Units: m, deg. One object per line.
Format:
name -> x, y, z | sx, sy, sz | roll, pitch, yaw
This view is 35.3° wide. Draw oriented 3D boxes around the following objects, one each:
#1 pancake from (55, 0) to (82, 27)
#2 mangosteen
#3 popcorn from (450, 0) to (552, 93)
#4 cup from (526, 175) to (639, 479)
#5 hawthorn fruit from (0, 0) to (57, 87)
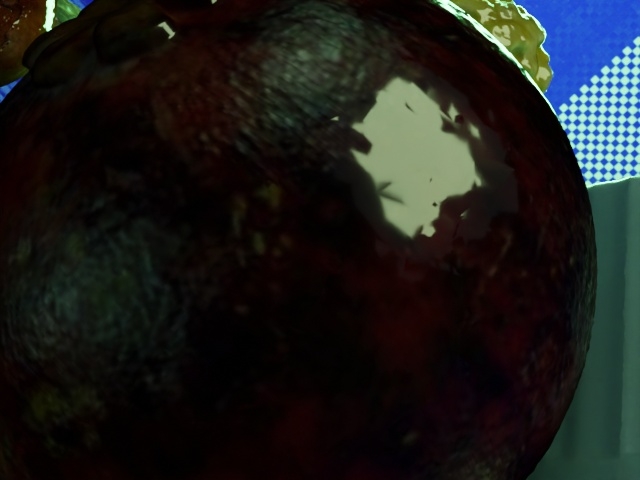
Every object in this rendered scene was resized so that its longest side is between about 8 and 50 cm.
pancake -> -0.153, -0.164, 0.940 | 0.286, 0.033, 0.288 | 29, 27, -36
mangosteen -> -0.010, 0.041, 0.491 | 0.360, 0.306, 0.306 | 59, 13, -30
popcorn -> 0.106, -0.142, 0.839 | 0.180, 0.170, 0.180 | 31, 44, -35
cup -> 0.220, 0.167, 0.565 | 0.331, 0.256, 0.311 | 29, 54, -24
hawthorn fruit -> -0.238, -0.169, 0.635 | 0.148, 0.148, 0.172 | 34, 12, -29
